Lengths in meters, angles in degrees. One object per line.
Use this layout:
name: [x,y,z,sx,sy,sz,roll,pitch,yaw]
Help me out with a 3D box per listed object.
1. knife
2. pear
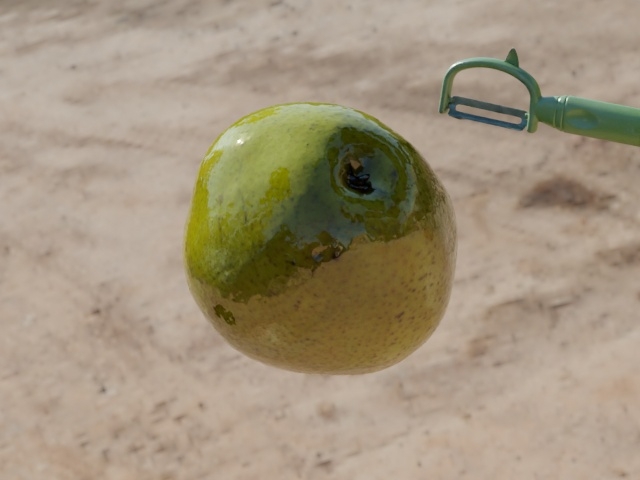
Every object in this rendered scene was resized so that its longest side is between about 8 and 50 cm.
knife: [0.177,-0.089,1.002,0.212,0.054,0.015,15,17,26]
pear: [0.001,0.000,1.034,0.198,0.198,0.198,-14,22,6]
